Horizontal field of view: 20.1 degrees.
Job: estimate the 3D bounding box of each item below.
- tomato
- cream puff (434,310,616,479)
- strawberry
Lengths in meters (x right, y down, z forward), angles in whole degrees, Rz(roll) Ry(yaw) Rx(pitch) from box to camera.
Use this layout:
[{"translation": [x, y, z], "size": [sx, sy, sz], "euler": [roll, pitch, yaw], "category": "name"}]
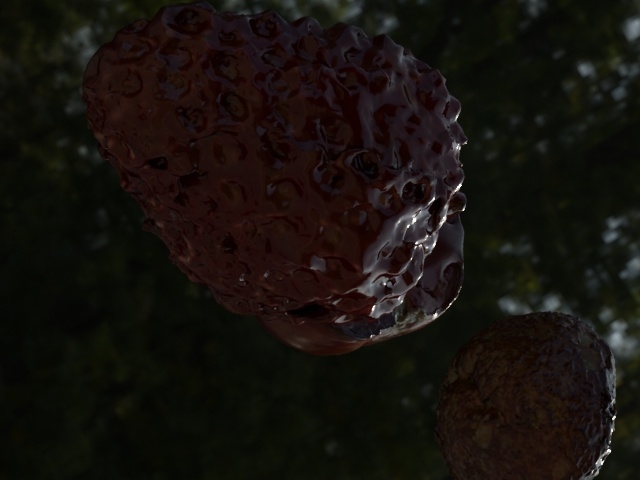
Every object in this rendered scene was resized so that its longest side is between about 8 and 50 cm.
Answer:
[{"translation": [0.000, 0.000, 1.522], "size": [0.140, 0.233, 0.200], "euler": [-24, -101, 41], "category": "tomato"}, {"translation": [0.216, 0.189, 1.974], "size": [0.240, 0.164, 0.240], "euler": [-175, -90, -68], "category": "cream puff"}, {"translation": [-0.021, -0.030, 0.998], "size": [0.236, 0.190, 0.111], "euler": [28, 23, -35], "category": "strawberry"}]
